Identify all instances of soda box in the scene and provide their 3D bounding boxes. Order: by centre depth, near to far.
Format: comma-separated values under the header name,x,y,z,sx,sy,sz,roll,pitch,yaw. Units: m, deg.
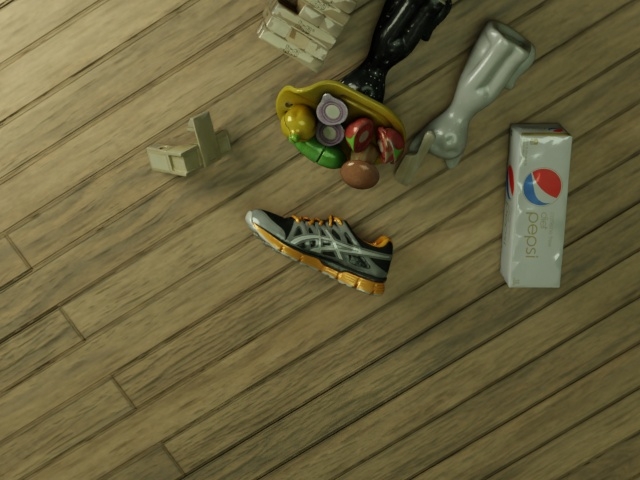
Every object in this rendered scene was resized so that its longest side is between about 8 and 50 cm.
name,x,y,z,sx,sy,sz,roll,pitch,yaw
soda box,0.289,-0.047,2.024,0.074,0.069,0.216,0,108,-5

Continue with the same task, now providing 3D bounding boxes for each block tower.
name,x,y,z,sx,sy,sz,roll,pitch,yaw
block tower,0.039,-0.384,1.875,0.097,0.091,0.335,29,103,-14

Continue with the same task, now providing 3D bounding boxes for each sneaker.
name,x,y,z,sx,sy,sz,roll,pitch,yaw
sneaker,0.000,0.000,2.014,0.215,0.084,0.083,24,92,-16

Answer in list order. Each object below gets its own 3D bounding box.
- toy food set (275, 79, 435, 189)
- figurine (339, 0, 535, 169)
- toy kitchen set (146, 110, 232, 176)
name,x,y,z,sx,sy,sz,roll,pitch,yaw
toy food set,0.038,-0.124,1.943,0.218,0.071,0.128,25,142,-12
figurine,0.143,-0.212,1.954,0.215,0.092,0.209,28,112,-14
toy kitchen set,-0.176,-0.135,1.972,0.083,0.075,0.068,-31,118,-37
